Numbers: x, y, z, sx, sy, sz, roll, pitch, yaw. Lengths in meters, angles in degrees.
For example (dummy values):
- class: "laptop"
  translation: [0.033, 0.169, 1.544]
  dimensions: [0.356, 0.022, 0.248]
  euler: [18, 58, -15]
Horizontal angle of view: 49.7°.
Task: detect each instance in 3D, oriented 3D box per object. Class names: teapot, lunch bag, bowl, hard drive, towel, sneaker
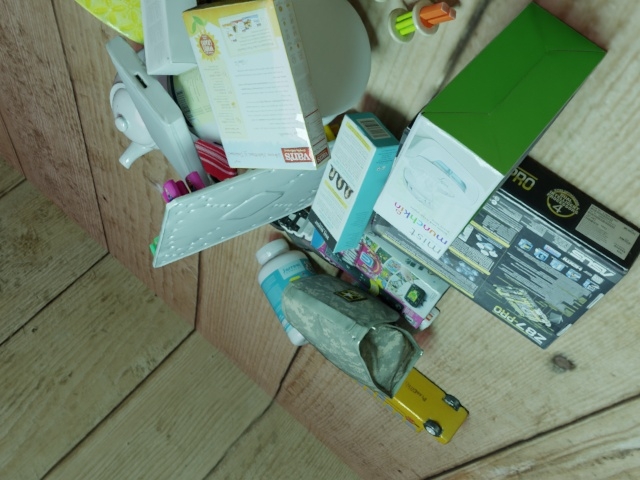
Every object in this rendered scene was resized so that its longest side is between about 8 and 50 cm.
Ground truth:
- class: "teapot"
  translation: [-0.375, -0.301, 1.529]
  dimensions: [0.252, 0.187, 0.256]
  euler: [5, 125, 43]
- class: "lunch bag"
  translation: [0.066, 0.195, 1.530]
  dimensions: [0.235, 0.169, 0.287]
  euler: [28, 167, 36]
- class: "bowl"
  translation: [-0.322, -0.486, 1.250]
  dimensions: [0.289, 0.289, 0.156]
  euler: [42, 111, 4]
- class: "hard drive"
  translation: [-0.292, -0.216, 1.292]
  dimensions: [0.203, 0.040, 0.307]
  euler: [51, 168, 17]
- class: "towel"
  translation: [-0.284, -0.272, 1.643]
  dimensions: [0.199, 0.031, 0.275]
  euler: [27, 140, 30]
- class: "sneaker"
  translation: [0.000, 0.000, 1.635]
  dimensions: [0.234, 0.078, 0.106]
  euler: [34, 167, 5]

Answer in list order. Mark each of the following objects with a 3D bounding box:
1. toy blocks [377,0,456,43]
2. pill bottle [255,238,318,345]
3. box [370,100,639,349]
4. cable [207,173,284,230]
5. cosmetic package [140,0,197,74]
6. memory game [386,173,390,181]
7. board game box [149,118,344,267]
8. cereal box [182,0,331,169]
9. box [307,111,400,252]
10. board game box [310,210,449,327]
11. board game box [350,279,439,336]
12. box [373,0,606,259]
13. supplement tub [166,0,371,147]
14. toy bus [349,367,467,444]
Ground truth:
- class: "toy blocks"
  translation: [0.143, -0.343, 0.948]
  dimensions: [0.148, 0.054, 0.123]
  euler: [0, 129, 55]
- class: "pill bottle"
  translation: [-0.068, 0.128, 1.790]
  dimensions: [0.264, 0.146, 0.146]
  euler: [59, 158, 17]
- class: "box"
  translation: [0.289, -0.012, 1.171]
  dimensions: [0.395, 0.097, 0.318]
  euler: [35, 150, 14]
- class: "cable"
  translation: [-0.188, -0.125, 1.769]
  dimensions: [0.287, 0.072, 0.139]
  euler: [20, 129, 19]
- class: "cosmetic package"
  translation: [-0.242, -0.392, 1.099]
  dimensions: [0.099, 0.060, 0.239]
  euler: [2, 98, 56]
- class: "memory game"
  translation: [0.110, -0.145, 1.331]
  dimensions: [0.186, 0.012, 0.186]
  euler: [33, 152, 21]
- class: "board game box"
  translation: [-0.141, -0.088, 1.356]
  dimensions: [0.050, 0.390, 0.390]
  euler: [63, 157, 8]
- class: "cereal box"
  translation: [-0.089, -0.216, 0.974]
  dimensions: [0.173, 0.047, 0.240]
  euler: [7, 124, 36]
- class: "box"
  translation: [0.056, -0.100, 1.239]
  dimensions: [0.100, 0.060, 0.244]
  euler: [54, 140, 33]
- class: "board game box"
  translation: [0.131, 0.027, 1.445]
  dimensions: [0.303, 0.097, 0.224]
  euler: [40, 157, 12]
- class: "board game box"
  translation: [0.148, 0.168, 1.687]
  dimensions: [0.193, 0.053, 0.305]
  euler: [43, 154, 4]
- class: "box"
  translation: [0.212, -0.140, 0.913]
  dimensions: [0.127, 0.262, 0.231]
  euler: [39, 152, 10]
- class: "supplement tub"
  translation: [-0.093, -0.285, 1.161]
  dimensions: [0.325, 0.235, 0.235]
  euler: [1, 131, 54]
- class: "toy bus"
  translation: [0.226, 0.409, 1.865]
  dimensions: [0.333, 0.108, 0.130]
  euler: [38, 153, 13]
